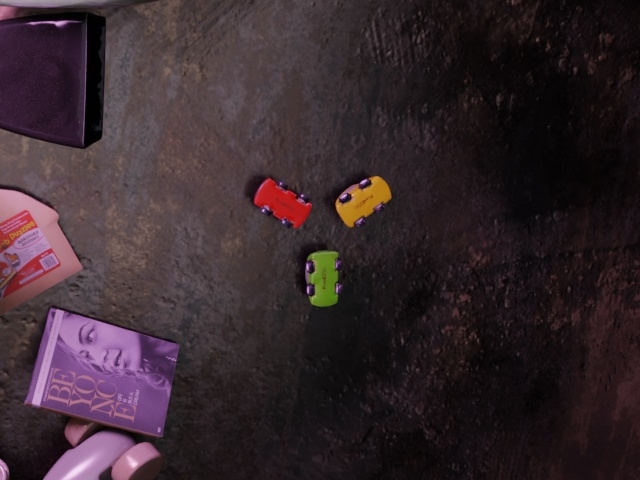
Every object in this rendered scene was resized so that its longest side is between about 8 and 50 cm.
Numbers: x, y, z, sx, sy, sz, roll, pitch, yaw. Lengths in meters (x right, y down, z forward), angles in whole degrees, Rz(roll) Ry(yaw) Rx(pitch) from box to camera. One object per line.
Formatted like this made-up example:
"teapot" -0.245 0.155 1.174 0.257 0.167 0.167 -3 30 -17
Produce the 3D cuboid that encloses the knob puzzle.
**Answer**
"knob puzzle" -0.495 0.003 1.485 0.213 0.030 0.213 -4 103 -16

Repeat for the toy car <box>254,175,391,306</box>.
"toy car" 0.000 0.000 1.629 0.239 0.053 0.225 -3 103 -16

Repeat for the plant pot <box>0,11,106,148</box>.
"plant pot" -0.410 -0.238 1.391 0.167 0.187 0.188 2 101 -5

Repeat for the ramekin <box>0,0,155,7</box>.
"ramekin" -0.345 -0.406 1.310 0.303 0.303 0.148 -6 110 -16

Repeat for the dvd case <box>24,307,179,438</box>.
"dvd case" -0.344 0.212 1.531 0.221 0.018 0.164 19 56 -20

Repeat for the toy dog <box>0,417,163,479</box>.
"toy dog" -0.404 0.416 1.539 0.334 0.220 0.161 -25 146 -7
